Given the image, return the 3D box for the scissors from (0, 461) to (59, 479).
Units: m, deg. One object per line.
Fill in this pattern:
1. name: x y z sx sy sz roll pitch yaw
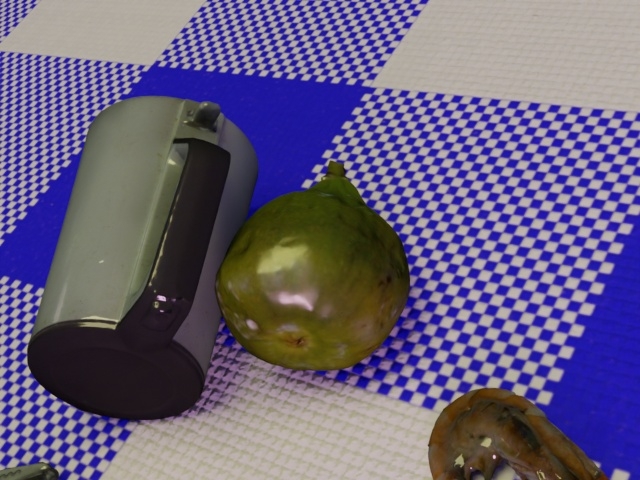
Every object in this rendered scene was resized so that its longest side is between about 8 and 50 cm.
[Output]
1. scissors: -0.468 0.336 1.309 0.289 0.041 0.138 -18 36 14

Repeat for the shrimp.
1. shrimp: 0.197 0.244 1.024 0.145 0.059 0.254 -38 43 -4

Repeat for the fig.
1. fig: 0.016 0.016 1.222 0.233 0.233 0.314 14 52 37

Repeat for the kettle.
1. kettle: -0.205 0.000 1.294 0.361 0.250 0.377 -43 30 45
